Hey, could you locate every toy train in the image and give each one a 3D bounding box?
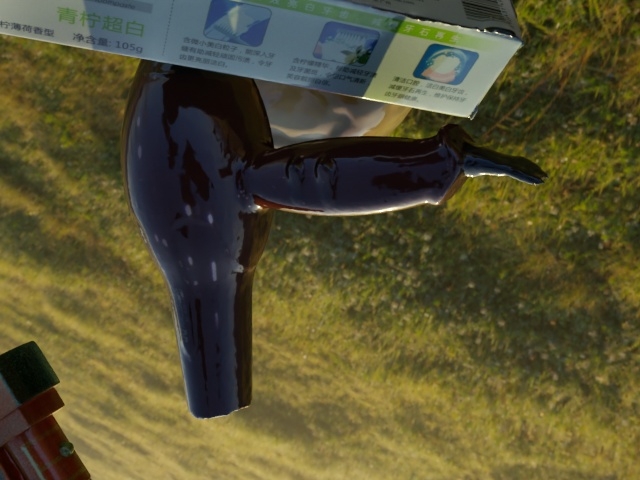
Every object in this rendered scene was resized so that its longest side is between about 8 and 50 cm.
[{"bbox_3d":[-0.138,0.104,0.341,0.064,0.044,0.103,-32,88,18],"label":"toy train"}]

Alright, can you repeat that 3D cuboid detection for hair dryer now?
[{"bbox_3d":[0.000,0.000,0.542,0.341,0.123,0.312,2,105,33],"label":"hair dryer"}]

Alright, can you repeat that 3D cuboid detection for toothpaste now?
[{"bbox_3d":[-0.041,-0.150,0.458,0.337,0.067,0.081,7,145,-17],"label":"toothpaste"}]

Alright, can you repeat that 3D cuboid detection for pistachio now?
[{"bbox_3d":[-0.046,-0.257,0.985,0.446,0.365,0.281,29,141,43],"label":"pistachio"}]
